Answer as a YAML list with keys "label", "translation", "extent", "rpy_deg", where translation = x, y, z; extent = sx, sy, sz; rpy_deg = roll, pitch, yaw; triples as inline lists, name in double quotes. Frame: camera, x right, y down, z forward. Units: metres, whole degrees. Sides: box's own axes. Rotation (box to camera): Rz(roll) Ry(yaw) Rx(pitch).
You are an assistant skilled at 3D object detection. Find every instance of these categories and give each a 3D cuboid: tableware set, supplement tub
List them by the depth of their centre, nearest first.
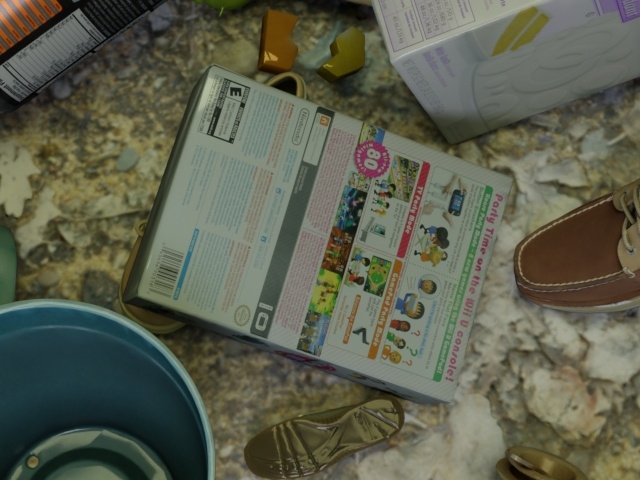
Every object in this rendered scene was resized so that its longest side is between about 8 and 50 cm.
- label: "tableware set"
  translation: [0.252, 0.223, 1.280]
  extent: [0.194, 0.128, 0.039]
  rpy_deg: [21, 103, 7]
- label: "supplement tub"
  translation: [-0.283, -0.261, 1.393]
  extent: [0.338, 0.207, 0.207]
  rpy_deg: [-35, 73, 3]

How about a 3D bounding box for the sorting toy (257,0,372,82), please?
- label: "sorting toy"
  translation: [0.026, -0.301, 1.473]
  extent: [0.229, 0.041, 0.307]
  rpy_deg: [12, 69, -19]

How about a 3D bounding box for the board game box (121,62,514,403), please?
- label: "board game box"
  translation: [0.000, 0.000, 1.319]
  extent: [0.303, 0.097, 0.224]
  rpy_deg: [20, 77, -12]

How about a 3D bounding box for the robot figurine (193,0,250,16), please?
- label: "robot figurine"
  translation: [-0.101, -0.287, 1.493]
  extent: [0.101, 0.067, 0.115]
  rpy_deg: [-32, 62, 26]

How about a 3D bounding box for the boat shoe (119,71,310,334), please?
- label: "boat shoe"
  translation: [-0.103, -0.042, 1.395]
  extent: [0.105, 0.089, 0.285]
  rpy_deg: [28, 72, 9]

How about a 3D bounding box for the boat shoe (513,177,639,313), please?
- label: "boat shoe"
  translation: [0.324, -0.024, 1.332]
  extent: [0.324, 0.116, 0.123]
  rpy_deg: [-20, 60, 19]

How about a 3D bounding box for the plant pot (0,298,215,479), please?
- label: "plant pot"
  translation: [-0.215, 0.213, 1.215]
  extent: [0.272, 0.255, 0.271]
  rpy_deg: [0, 72, 0]

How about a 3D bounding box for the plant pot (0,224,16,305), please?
- label: "plant pot"
  translation: [-0.385, 0.054, 1.281]
  extent: [0.196, 0.293, 0.293]
  rpy_deg: [11, 68, -24]

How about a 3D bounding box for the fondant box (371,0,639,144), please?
- label: "fondant box"
  translation: [0.234, -0.218, 1.335]
  extent: [0.330, 0.238, 0.096]
  rpy_deg: [-21, 70, 13]

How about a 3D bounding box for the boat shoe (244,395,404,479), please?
- label: "boat shoe"
  translation: [0.004, 0.182, 1.344]
  extent: [0.153, 0.048, 0.056]
  rpy_deg: [-22, 84, -1]
